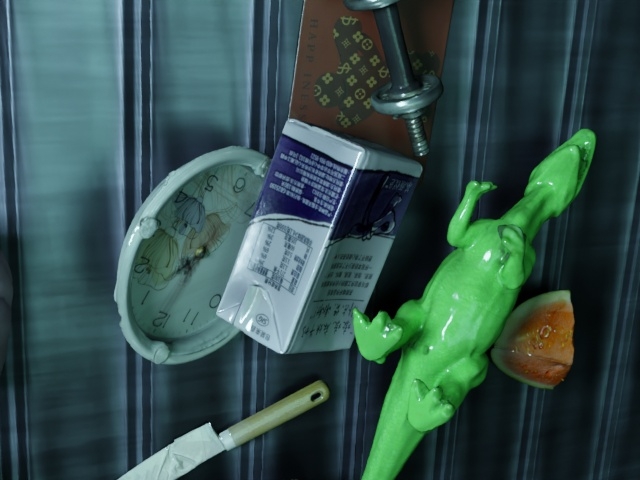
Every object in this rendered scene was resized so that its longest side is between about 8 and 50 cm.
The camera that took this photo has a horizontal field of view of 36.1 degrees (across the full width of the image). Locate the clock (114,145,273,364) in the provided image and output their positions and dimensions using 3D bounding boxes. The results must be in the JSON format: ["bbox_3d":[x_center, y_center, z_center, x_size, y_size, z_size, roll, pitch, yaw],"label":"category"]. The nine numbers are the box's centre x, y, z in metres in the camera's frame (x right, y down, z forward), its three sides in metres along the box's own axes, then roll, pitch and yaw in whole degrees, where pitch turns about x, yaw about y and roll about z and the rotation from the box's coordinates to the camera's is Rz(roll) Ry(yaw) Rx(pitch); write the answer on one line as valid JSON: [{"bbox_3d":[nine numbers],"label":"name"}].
[{"bbox_3d":[-0.122,0.011,0.992,0.236,0.053,0.236,-32,137,-36],"label":"clock"}]

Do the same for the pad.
[{"bbox_3d":[0.054,-0.177,1.062,0.181,0.004,0.267,1,108,-24],"label":"pad"}]

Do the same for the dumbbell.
[{"bbox_3d":[0.076,-0.203,1.013,0.081,0.081,0.254,-25,116,-15],"label":"dumbbell"}]

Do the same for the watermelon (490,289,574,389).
[{"bbox_3d":[0.286,0.140,1.227,0.125,0.094,0.135,-37,123,-18],"label":"watermelon"}]

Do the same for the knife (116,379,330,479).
[{"bbox_3d":[-0.124,0.228,1.113,0.297,0.017,0.047,-27,115,-10],"label":"knife"}]

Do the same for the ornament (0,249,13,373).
[{"bbox_3d":[-0.358,0.068,0.862,0.177,0.177,0.178,-8,111,-22],"label":"ornament"}]

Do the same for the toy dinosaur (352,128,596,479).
[{"bbox_3d":[0.155,0.122,1.186,0.374,0.144,0.500,-41,156,-41],"label":"toy dinosaur"}]

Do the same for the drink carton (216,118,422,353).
[{"bbox_3d":[0.000,0.001,1.011,0.134,0.101,0.222,4,109,-60],"label":"drink carton"}]
